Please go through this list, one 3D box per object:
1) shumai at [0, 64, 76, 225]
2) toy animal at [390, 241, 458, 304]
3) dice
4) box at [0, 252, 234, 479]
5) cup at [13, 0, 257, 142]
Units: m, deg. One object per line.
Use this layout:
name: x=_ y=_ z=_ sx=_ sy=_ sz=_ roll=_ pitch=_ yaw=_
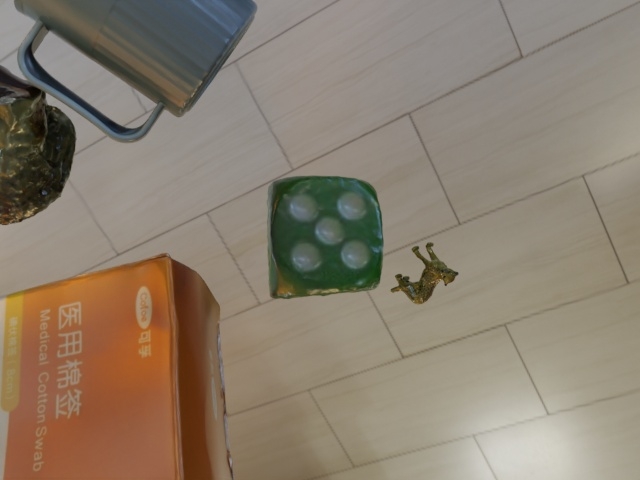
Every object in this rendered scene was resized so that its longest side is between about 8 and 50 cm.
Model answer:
shumai: x=-0.581 y=-0.165 z=1.097 sx=0.222 sy=0.203 sz=0.272 roll=19 pitch=84 yaw=3
toy animal: x=0.258 y=0.104 z=1.546 sx=0.136 sy=0.073 sz=0.181 roll=55 pitch=126 yaw=36
dice: x=0.000 y=0.000 z=1.617 sx=0.287 sy=0.297 sz=0.300 roll=-1 pitch=82 yaw=-8
box: x=-0.260 y=0.171 z=0.587 sx=0.341 sy=0.225 sz=0.143 roll=-14 pitch=152 yaw=7
cup: x=-0.307 y=-0.366 z=1.021 sx=0.311 sy=0.331 sz=0.257 roll=35 pitch=148 yaw=-15
